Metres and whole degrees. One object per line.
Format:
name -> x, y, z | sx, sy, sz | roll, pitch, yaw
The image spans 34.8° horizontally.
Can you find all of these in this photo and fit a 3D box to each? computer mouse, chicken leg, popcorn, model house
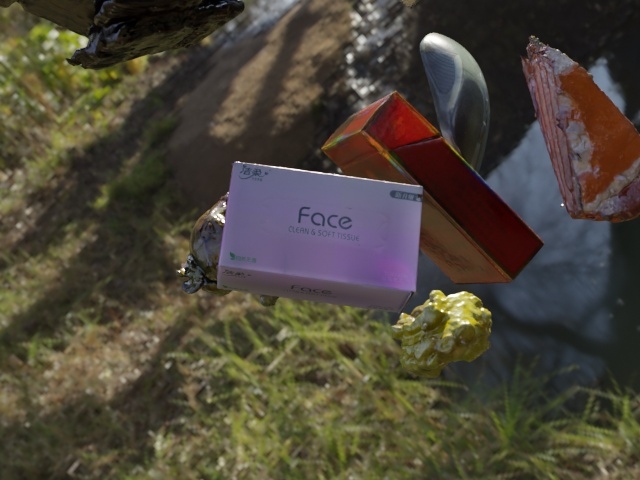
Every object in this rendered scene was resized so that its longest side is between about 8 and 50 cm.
computer mouse -> 0.253, -0.213, 1.768 | 0.090, 0.167, 0.379 | -18, 58, 18
chicken leg -> -0.091, 0.001, 1.561 | 0.211, 0.140, 0.361 | -34, -11, 11
popcorn -> 0.234, 0.173, 1.962 | 0.198, 0.155, 0.197 | -22, -6, -3
model house -> -0.221, -0.361, 1.270 | 0.317, 0.282, 0.297 | -18, 49, 60

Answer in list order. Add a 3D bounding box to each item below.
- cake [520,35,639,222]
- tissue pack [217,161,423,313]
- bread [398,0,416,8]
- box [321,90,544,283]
cake -> 0.341, -0.141, 1.361 | 0.135, 0.287, 0.098 | -36, 5, 3
tissue pack -> 0.000, 0.000, 1.288 | 0.092, 0.246, 0.148 | 110, 166, -68
bread -> 0.116, -0.464, 1.752 | 0.068, 0.154, 0.028 | -38, 22, 59
box -> 0.162, -0.070, 1.522 | 0.089, 0.313, 0.197 | -48, 10, -12
